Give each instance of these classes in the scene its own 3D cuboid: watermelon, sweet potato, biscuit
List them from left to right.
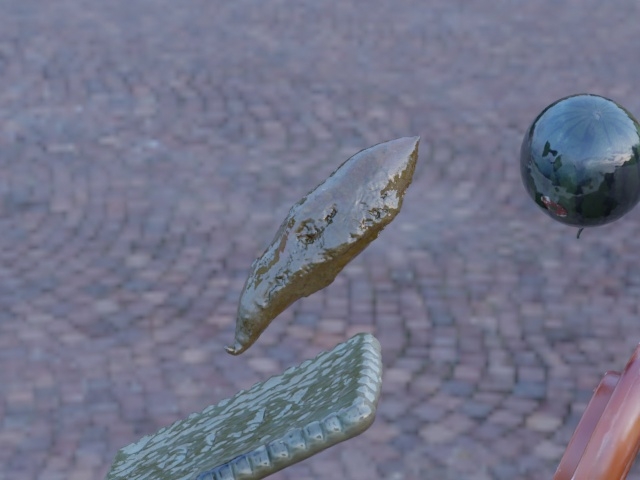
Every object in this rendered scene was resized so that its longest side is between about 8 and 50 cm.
[{"bbox_3d":[-0.082,0.202,1.753,0.325,0.044,0.217,-26,13,11],"label":"biscuit"},{"bbox_3d":[0.000,0.000,1.238,0.206,0.060,0.068,-48,32,2],"label":"sweet potato"},{"bbox_3d":[0.210,-0.053,1.387,0.105,0.133,0.105,-3,43,3],"label":"watermelon"}]

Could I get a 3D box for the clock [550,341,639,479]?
[{"bbox_3d":[0.215,0.169,1.359,0.051,0.205,0.205,24,27,13],"label":"clock"}]
